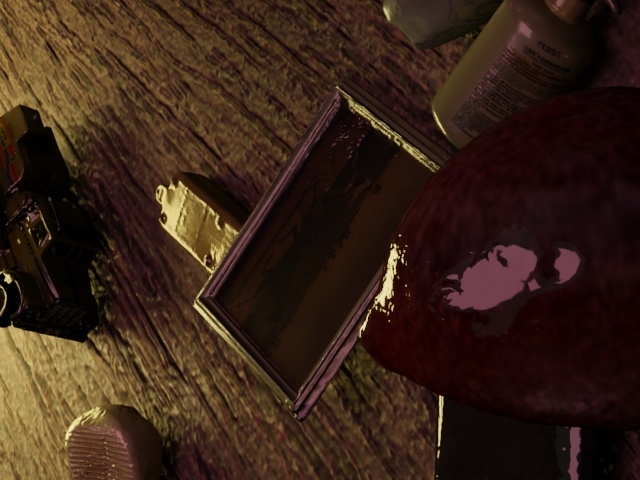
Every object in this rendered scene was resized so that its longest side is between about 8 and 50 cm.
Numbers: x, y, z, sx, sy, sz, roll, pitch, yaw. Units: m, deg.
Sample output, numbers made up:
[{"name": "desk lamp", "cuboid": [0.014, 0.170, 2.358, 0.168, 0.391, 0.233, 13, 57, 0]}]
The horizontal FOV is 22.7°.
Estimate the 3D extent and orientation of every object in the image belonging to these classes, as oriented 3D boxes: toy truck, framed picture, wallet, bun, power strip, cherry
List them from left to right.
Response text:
[{"name": "toy truck", "cuboid": [-0.309, -0.015, 1.727, 0.127, 0.127, 0.257, -36, 58, 26]}, {"name": "bun", "cuboid": [-0.199, 0.217, 1.593, 0.115, 0.069, 0.115, 9, 105, 35]}, {"name": "power strip", "cuboid": [-0.069, 0.016, 1.476, 0.305, 0.044, 0.064, 39, 115, 49]}, {"name": "framed picture", "cuboid": [0.000, 0.000, 1.360, 0.252, 0.014, 0.197, -57, 44, 9]}, {"name": "wallet", "cuboid": [0.145, 0.188, 1.181, 0.170, 0.044, 0.321, 4, 91, 53]}, {"name": "cherry", "cuboid": [0.167, 0.015, 0.999, 0.230, 0.300, 0.203, -111, 6, -52]}]

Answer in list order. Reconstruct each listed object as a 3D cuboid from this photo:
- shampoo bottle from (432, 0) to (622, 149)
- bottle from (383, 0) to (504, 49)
[{"name": "shampoo bottle", "cuboid": [0.154, -0.137, 1.182, 0.162, 0.079, 0.079, -55, 46, 32]}, {"name": "bottle", "cuboid": [0.156, -0.236, 1.193, 0.269, 0.083, 0.083, -32, 61, 41]}]
